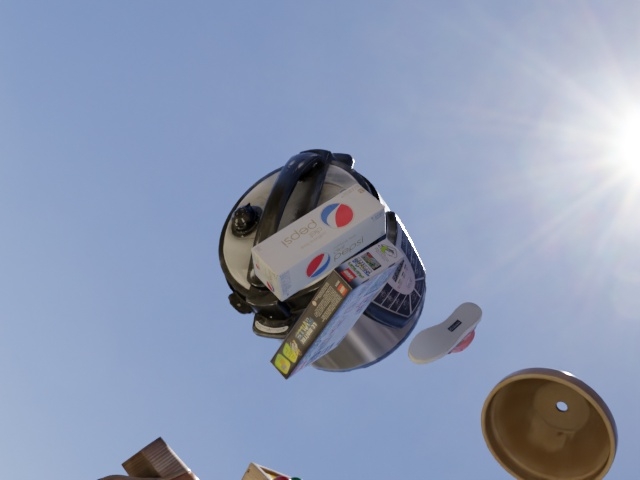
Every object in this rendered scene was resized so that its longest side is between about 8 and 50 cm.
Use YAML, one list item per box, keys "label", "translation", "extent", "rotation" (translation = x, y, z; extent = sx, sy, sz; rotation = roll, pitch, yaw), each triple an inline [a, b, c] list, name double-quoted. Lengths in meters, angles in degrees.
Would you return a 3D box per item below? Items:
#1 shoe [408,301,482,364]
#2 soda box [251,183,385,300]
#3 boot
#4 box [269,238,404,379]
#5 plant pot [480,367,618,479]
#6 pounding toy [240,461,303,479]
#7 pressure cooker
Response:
- label: "shoe"
  translation: [0.230, 0.190, 1.769]
  extent: [0.063, 0.178, 0.081]
  rotation: [40, -32, 28]
- label: "soda box"
  translation: [0.000, 0.000, 1.505]
  extent: [0.074, 0.216, 0.069]
  rotation: [43, -26, 33]
- label: "boot"
  translation: [-0.270, 0.447, 1.418]
  extent: [0.109, 0.283, 0.220]
  rotation: [-40, -97, 35]
- label: "box"
  translation: [0.020, 0.092, 1.247]
  extent: [0.036, 0.114, 0.207]
  rotation: [47, -47, 15]
- label: "plant pot"
  translation: [0.414, 0.318, 1.686]
  extent: [0.237, 0.110, 0.237]
  rotation: [13, -63, 28]
- label: "pounding toy"
  translation: [-0.062, 0.447, 1.569]
  extent: [0.181, 0.094, 0.206]
  rotation: [30, -2, -31]
- label: "pressure cooker"
  translation: [-0.007, 0.042, 1.977]
  extent: [0.420, 0.376, 0.369]
  rotation: [53, 5, -47]
